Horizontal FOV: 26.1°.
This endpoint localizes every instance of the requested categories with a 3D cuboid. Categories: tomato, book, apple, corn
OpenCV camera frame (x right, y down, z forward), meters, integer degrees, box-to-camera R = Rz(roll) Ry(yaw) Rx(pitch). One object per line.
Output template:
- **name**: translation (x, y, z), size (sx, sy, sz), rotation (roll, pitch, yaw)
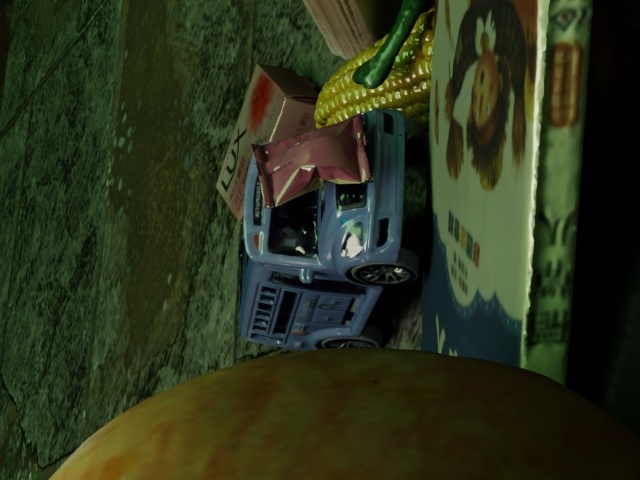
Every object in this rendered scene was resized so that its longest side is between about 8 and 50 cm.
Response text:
- **tomato**: translation (0.203, -0.145, 0.885), size (0.159, 0.091, 0.139), rotation (-20, 70, 53)
- **book**: translation (0.109, -0.035, 0.874), size (0.300, 0.039, 0.428), rotation (-112, 22, -73)
- **apple**: translation (0.024, 0.238, 0.640), size (0.346, 0.391, 0.392), rotation (-25, -45, -71)
- **corn**: translation (0.084, -0.129, 1.110), size (0.310, 0.101, 0.102), rotation (-26, 56, 59)

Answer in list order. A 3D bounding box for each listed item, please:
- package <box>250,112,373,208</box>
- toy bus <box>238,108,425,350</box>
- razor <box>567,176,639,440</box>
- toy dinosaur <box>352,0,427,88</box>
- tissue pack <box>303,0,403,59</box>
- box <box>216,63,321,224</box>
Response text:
- **package**: translation (-0.006, -0.055, 0.980), size (0.029, 0.083, 0.059), rotation (66, -168, -60)
- **toy bus**: translation (0.000, 0.000, 1.112), size (0.292, 0.133, 0.126), rotation (108, 166, -69)
- **razor**: translation (0.238, 0.072, 0.689), size (0.327, 0.107, 0.189), rotation (-153, 75, -69)
- **toy dinosaur**: translation (0.156, -0.337, 1.005), size (0.447, 0.087, 0.301), rotation (-44, 27, 39)
- **tissue pack**: translation (0.026, -0.264, 1.126), size (0.325, 0.071, 0.170), rotation (36, -113, -78)
- **box**: translation (-0.050, -0.096, 1.421), size (0.156, 0.060, 0.111), rotation (-69, 25, 16)
